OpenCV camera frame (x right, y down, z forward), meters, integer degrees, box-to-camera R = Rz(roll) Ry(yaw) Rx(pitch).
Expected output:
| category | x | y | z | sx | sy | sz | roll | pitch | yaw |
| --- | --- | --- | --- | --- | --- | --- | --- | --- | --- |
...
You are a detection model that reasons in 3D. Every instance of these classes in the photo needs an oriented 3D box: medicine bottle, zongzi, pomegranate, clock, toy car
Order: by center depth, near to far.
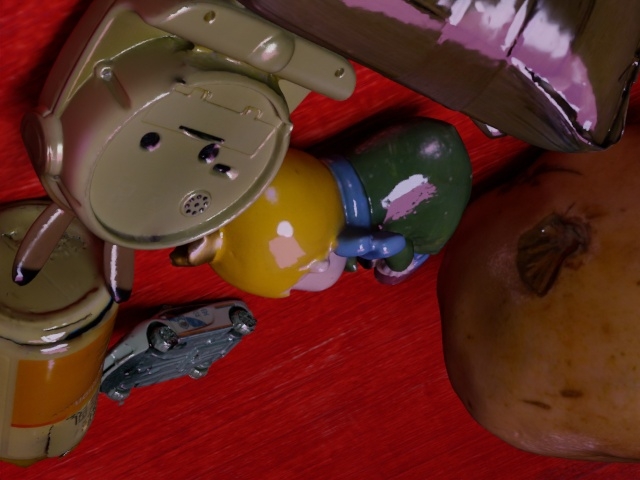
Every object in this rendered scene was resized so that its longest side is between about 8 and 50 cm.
| category | x | y | z | sx | sy | sz | roll | pitch | yaw |
| --- | --- | --- | --- | --- | --- | --- | --- | --- | --- |
| zongzi | 0.102 | -0.215 | 0.647 | 0.260 | 0.123 | 0.289 | 23 | 95 | -25 |
| clock | -0.099 | -0.058 | 0.742 | 0.170 | 0.069 | 0.232 | 13 | 124 | -49 |
| medicine bottle | -0.216 | 0.082 | 0.890 | 0.124 | 0.124 | 0.239 | -13 | 153 | -23 |
| toy car | -0.131 | 0.088 | 1.051 | 0.093 | 0.058 | 0.186 | -42 | 162 | 31 |
| pomegranate | 0.271 | 0.061 | 1.072 | 0.332 | 0.332 | 0.332 | -20 | 154 | -10 |

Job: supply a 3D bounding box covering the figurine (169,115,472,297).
| category | x | y | z | sx | sy | sz | roll | pitch | yaw |
| --- | --- | --- | --- | --- | --- | --- | --- | --- | --- |
| figurine | -0.008 | -0.010 | 0.920 | 0.234 | 0.127 | 0.185 | -26 | 164 | -21 |
